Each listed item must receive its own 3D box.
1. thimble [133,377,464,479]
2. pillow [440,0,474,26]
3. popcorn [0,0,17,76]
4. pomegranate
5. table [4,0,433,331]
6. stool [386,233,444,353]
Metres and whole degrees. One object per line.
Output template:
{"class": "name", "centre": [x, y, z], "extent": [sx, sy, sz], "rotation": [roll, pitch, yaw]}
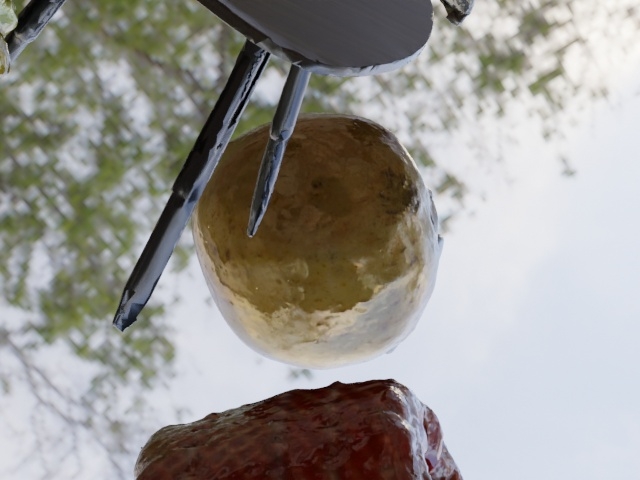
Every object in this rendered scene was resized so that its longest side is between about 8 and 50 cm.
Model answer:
{"class": "thimble", "centre": [0.008, 0.282, 1.257], "extent": [0.230, 0.350, 0.350], "rotation": [-15, -144, 9]}
{"class": "pillow", "centre": [0.144, -0.377, 1.752], "extent": [0.059, 0.255, 0.169], "rotation": [-14, -137, -26]}
{"class": "popcorn", "centre": [-0.278, -0.155, 1.137], "extent": [0.125, 0.126, 0.145], "rotation": [-14, -171, 5]}
{"class": "pomegranate", "centre": [0.000, 0.000, 1.613], "extent": [0.260, 0.260, 0.260], "rotation": [-25, -146, 19]}
{"class": "table", "centre": [-0.099, -0.101, 1.161], "extent": [0.249, 0.317, 0.317], "rotation": [-58, -156, 25]}
{"class": "stool", "centre": [0.065, 0.029, 1.933], "extent": [0.139, 0.228, 0.153], "rotation": [25, -124, 7]}
